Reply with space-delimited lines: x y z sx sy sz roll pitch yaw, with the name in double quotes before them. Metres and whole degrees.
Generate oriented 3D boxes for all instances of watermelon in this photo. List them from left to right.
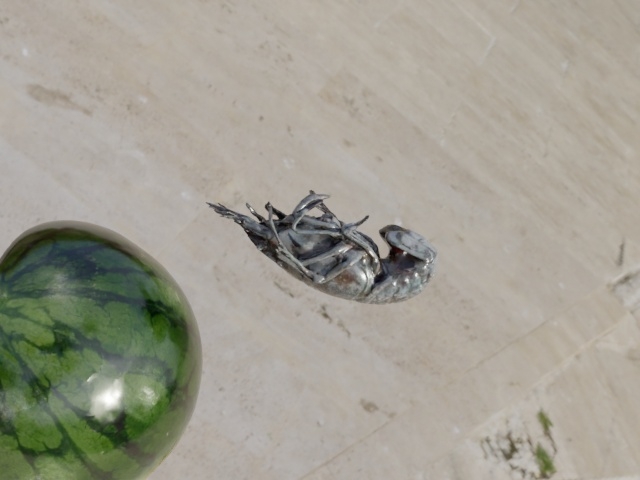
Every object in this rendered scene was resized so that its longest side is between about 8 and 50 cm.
"watermelon" -0.151 0.094 0.536 0.127 0.232 0.204 12 53 12

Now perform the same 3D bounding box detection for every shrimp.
"shrimp" 0.000 0.000 0.533 0.165 0.065 0.056 24 11 -8
